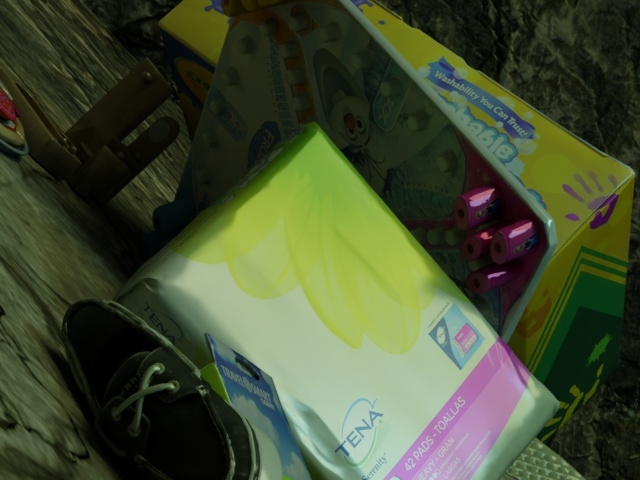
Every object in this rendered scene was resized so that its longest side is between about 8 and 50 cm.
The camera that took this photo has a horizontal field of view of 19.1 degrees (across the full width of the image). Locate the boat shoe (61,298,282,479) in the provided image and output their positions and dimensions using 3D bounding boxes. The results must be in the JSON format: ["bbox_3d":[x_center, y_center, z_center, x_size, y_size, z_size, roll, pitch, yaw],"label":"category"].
[{"bbox_3d":[-0.098,0.103,1.124,0.070,0.078,0.219,46,-4,-37],"label":"boat shoe"}]

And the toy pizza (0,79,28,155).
[{"bbox_3d":[-0.312,-0.153,1.613,0.201,0.032,0.201,48,4,-4],"label":"toy pizza"}]

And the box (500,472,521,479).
[{"bbox_3d":[0.203,0.271,1.535,0.275,0.094,0.113,27,4,-6],"label":"box"}]

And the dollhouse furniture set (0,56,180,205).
[{"bbox_3d":[-0.212,-0.126,1.786,0.144,0.123,0.151,51,4,38],"label":"dollhouse furniture set"}]

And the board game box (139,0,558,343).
[{"bbox_3d":[0.000,0.000,1.621,0.390,0.050,0.390,50,-41,27],"label":"board game box"}]

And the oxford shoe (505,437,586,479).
[{"bbox_3d":[0.144,0.248,1.731,0.449,0.130,0.169,42,30,22],"label":"oxford shoe"}]

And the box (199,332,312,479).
[{"bbox_3d":[-0.037,0.155,1.203,0.109,0.042,0.178,42,21,-59],"label":"box"}]

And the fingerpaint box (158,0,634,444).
[{"bbox_3d":[0.073,-0.034,1.835,0.445,0.163,0.371,37,-21,24],"label":"fingerpaint box"}]

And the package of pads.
[{"bbox_3d":[0.007,0.093,1.388,0.296,0.229,0.101,48,-40,-3],"label":"package of pads"}]
